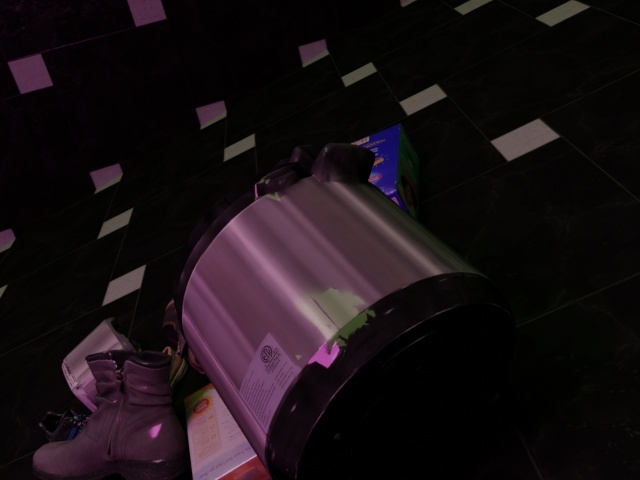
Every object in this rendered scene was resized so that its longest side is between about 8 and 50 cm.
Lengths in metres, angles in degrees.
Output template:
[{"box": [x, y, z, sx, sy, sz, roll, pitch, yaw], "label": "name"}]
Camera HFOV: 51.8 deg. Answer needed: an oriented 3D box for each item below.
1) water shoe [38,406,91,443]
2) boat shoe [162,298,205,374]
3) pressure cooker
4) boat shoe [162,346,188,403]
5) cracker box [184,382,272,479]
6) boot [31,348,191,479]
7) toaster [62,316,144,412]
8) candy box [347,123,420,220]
[{"box": [-0.472, 0.370, 1.291, 0.203, 0.080, 0.073, -13, 33, 28], "label": "water shoe"}, {"box": [-0.232, 0.183, 1.291, 0.355, 0.132, 0.130, -19, 40, 54], "label": "boat shoe"}, {"box": [0.005, 0.092, 0.907, 0.370, 0.375, 0.420, -39, 49, -8], "label": "pressure cooker"}, {"box": [-0.328, 0.290, 1.295, 0.068, 0.072, 0.190, -16, 32, 23], "label": "boat shoe"}, {"box": [-0.136, 0.313, 1.092, 0.156, 0.067, 0.232, -30, 28, -1], "label": "cracker box"}, {"box": [-0.377, 0.299, 1.153, 0.338, 0.222, 0.118, -10, 3, 21], "label": "boot"}, {"box": [-0.441, 0.268, 1.380, 0.146, 0.129, 0.227, -42, 30, -14], "label": "toaster"}, {"box": [0.082, -0.110, 1.510, 0.268, 0.122, 0.317, -19, 32, 22], "label": "candy box"}]
